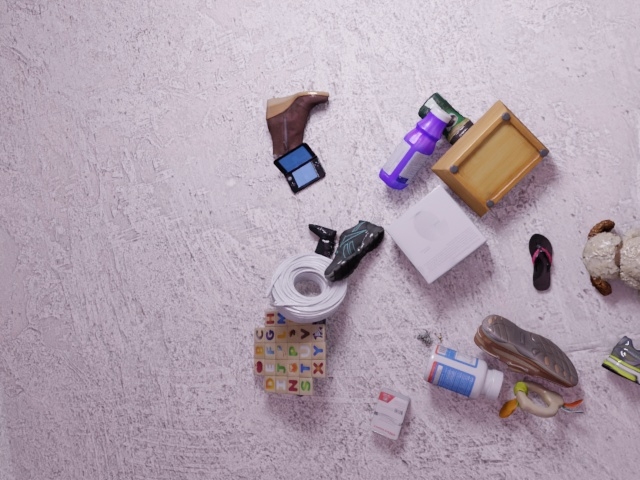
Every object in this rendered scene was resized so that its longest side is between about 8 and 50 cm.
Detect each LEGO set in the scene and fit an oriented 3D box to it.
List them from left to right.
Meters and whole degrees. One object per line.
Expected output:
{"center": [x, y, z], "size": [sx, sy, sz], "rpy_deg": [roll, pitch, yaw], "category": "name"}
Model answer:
{"center": [0.360, 0.321, 1.564], "size": [0.083, 0.023, 0.054], "rpy_deg": [-22, 82, 16], "category": "LEGO set"}

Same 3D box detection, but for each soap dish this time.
{"center": [0.526, -0.246, 1.449], "size": [0.229, 0.118, 0.291], "rpy_deg": [43, 100, -6], "category": "soap dish"}

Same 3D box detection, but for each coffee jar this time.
{"center": [0.414, -0.390, 1.540], "size": [0.096, 0.079, 0.184], "rpy_deg": [-46, 75, 12], "category": "coffee jar"}

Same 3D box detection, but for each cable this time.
{"center": [-0.041, 0.160, 1.595], "size": [0.257, 0.089, 0.257], "rpy_deg": [15, 48, 7], "category": "cable"}

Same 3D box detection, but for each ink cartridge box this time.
{"center": [0.233, 0.577, 1.579], "size": [0.099, 0.056, 0.135], "rpy_deg": [18, 93, 18], "category": "ink cartridge box"}

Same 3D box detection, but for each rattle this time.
{"center": [0.674, 0.518, 1.436], "size": [0.200, 0.130, 0.142], "rpy_deg": [12, 104, -9], "category": "rattle"}

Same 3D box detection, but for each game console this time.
{"center": [-0.074, -0.257, 1.689], "size": [0.144, 0.085, 0.124], "rpy_deg": [-29, 80, 15], "category": "game console"}

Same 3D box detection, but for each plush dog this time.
{"center": [0.868, 0.053, 1.342], "size": [0.225, 0.210, 0.262], "rpy_deg": [0, 86, 44], "category": "plush dog"}

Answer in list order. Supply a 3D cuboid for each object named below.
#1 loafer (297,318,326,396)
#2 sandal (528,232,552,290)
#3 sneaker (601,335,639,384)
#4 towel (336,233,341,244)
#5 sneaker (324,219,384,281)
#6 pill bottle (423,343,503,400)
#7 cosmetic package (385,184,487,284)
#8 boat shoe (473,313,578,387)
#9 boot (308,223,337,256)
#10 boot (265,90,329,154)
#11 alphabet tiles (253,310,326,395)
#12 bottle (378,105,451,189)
{"center": [-0.064, 0.394, 1.658], "size": [0.095, 0.109, 0.302], "rpy_deg": [17, 96, 22], "category": "loafer"}
{"center": [0.684, 0.066, 1.459], "size": [0.067, 0.040, 0.179], "rpy_deg": [-4, 87, 18], "category": "sandal"}
{"center": [0.970, 0.373, 1.327], "size": [0.300, 0.111, 0.121], "rpy_deg": [24, 91, 15], "category": "sneaker"}
{"center": [0.100, 0.000, 1.665], "size": [0.083, 0.009, 0.060], "rpy_deg": [-16, 83, 17], "category": "towel"}
{"center": [0.098, 0.033, 1.593], "size": [0.106, 0.101, 0.267], "rpy_deg": [37, 66, 27], "category": "sneaker"}
{"center": [0.447, 0.419, 1.481], "size": [0.221, 0.124, 0.124], "rpy_deg": [18, 94, 18], "category": "pill bottle"}
{"center": [0.371, -0.015, 1.511], "size": [0.224, 0.138, 0.224], "rpy_deg": [-39, 76, 13], "category": "cosmetic package"}
{"center": [0.622, 0.348, 1.445], "size": [0.324, 0.123, 0.116], "rpy_deg": [32, 132, 7], "category": "boat shoe"}
{"center": [0.000, 0.000, 1.681], "size": [0.121, 0.045, 0.099], "rpy_deg": [18, 101, 21], "category": "boot"}
{"center": [-0.074, -0.423, 1.711], "size": [0.248, 0.090, 0.207], "rpy_deg": [-6, 98, 16], "category": "boot"}
{"center": [-0.115, 0.383, 1.639], "size": [0.342, 0.011, 0.285], "rpy_deg": [-11, 74, 39], "category": "alphabet tiles"}
{"center": [0.305, -0.295, 1.520], "size": [0.092, 0.118, 0.283], "rpy_deg": [48, 120, 25], "category": "bottle"}
